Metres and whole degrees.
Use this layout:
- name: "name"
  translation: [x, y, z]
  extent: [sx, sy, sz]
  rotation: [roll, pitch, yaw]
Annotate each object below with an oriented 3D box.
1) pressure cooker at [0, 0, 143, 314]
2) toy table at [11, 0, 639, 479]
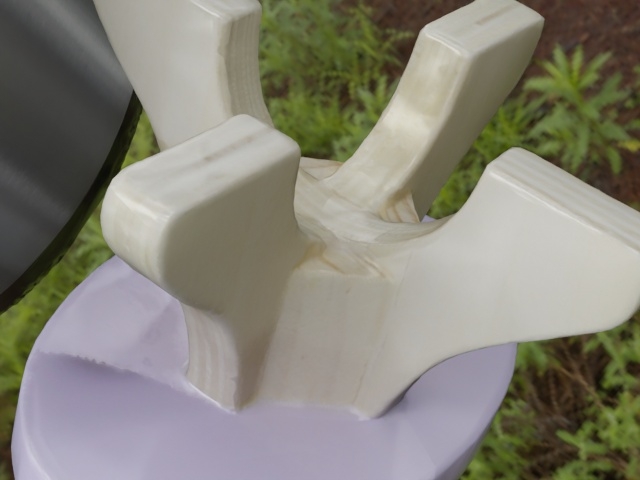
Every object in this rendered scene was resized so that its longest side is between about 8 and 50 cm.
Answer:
- name: "pressure cooker"
  translation: [-0.307, -0.152, 0.549]
  extent: [0.370, 0.420, 0.375]
  rotation: [-4, 71, 15]
- name: "toy table"
  translation: [0.000, 0.000, 0.528]
  extent: [0.274, 0.252, 0.161]
  rotation: [-49, -19, -53]
